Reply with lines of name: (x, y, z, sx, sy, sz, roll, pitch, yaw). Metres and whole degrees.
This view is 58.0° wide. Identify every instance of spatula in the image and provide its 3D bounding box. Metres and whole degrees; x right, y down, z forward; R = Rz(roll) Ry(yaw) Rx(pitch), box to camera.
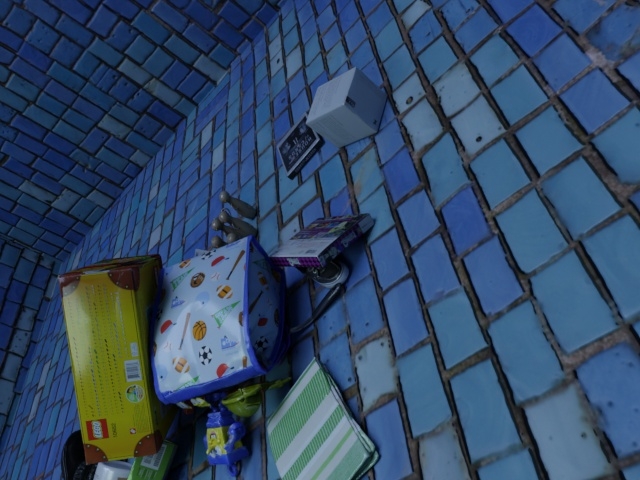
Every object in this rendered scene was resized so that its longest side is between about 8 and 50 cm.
spatula: (-0.039, 0.215, 1.542, 0.296, 0.030, 0.084, -46, 32, 19)

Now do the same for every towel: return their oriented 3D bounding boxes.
towel: (-0.013, 0.451, 1.305, 0.248, 0.038, 0.325, -54, 34, 10)

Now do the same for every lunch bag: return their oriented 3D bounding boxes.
lunch bag: (-0.273, 0.231, 1.555, 0.328, 0.239, 0.385, -22, 43, 19)

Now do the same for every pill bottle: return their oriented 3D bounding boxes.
pill bottle: (-0.652, 0.810, 1.782, 0.131, 0.131, 0.229, -5, 69, 53)

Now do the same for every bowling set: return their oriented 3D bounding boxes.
bowling set: (-0.331, -0.014, 2.023, 0.200, 0.154, 0.287, -45, 34, 21)

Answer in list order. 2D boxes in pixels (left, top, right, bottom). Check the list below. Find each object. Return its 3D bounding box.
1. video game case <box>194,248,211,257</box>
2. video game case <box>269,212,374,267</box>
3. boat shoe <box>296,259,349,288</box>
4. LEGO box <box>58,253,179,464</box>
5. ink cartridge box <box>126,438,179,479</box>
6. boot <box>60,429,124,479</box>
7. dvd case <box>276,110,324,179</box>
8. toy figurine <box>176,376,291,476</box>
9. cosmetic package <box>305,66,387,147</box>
video game case: (-0.413, 0.142, 2.062, 0.193, 0.023, 0.212, 7, 90, 56)
video game case: (0.000, 0.000, 1.570, 0.210, 0.042, 0.232, -40, 21, -31)
boat shoe: (-0.011, 0.069, 1.584, 0.228, 0.076, 0.080, 22, 82, 58)
LEGO box: (-0.550, 0.308, 1.643, 0.372, 0.193, 0.500, -141, 45, -84)
ink cartridge box: (-0.499, 0.689, 1.733, 0.255, 0.097, 0.188, 107, 180, -70)
boot: (-0.790, 0.776, 2.005, 0.260, 0.131, 0.348, -48, 43, 29)
dvd case: (-0.077, -0.344, 2.071, 0.179, 0.029, 0.238, -47, 33, 19)
toy figurine: (-0.212, 0.494, 1.495, 0.362, 0.191, 0.217, -24, 74, 46)
cosmetic package: (0.081, -0.407, 1.789, 0.184, 0.151, 0.151, -13, 53, 48)
